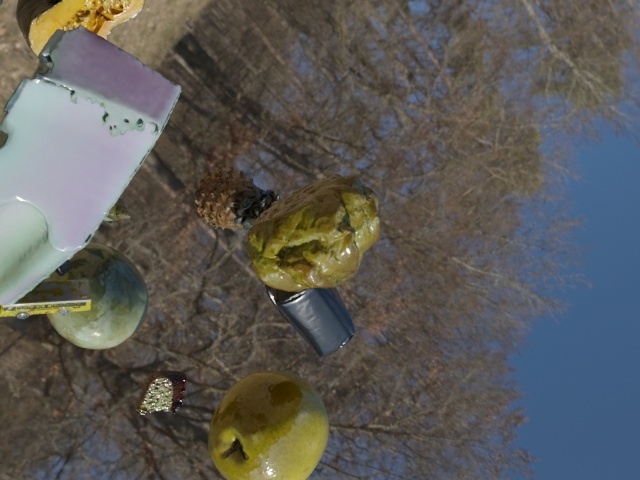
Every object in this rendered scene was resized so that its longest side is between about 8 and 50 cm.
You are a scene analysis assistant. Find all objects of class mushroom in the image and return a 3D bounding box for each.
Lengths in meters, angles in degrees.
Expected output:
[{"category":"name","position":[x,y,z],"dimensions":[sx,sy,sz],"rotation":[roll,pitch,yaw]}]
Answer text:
[{"category":"mushroom","position":[-0.714,0.178,2.001],"dimensions":[0.260,0.352,0.352],"rotation":[-33,-147,32]}]

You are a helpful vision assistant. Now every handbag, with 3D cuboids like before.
[{"category":"handbag","position":[-0.052,0.164,1.868],"dimensions":[0.177,0.302,0.275],"rotation":[-32,-140,4]}]

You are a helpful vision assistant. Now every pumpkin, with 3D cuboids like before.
[{"category":"pumpkin","position":[-0.560,-0.551,1.426],"dimensions":[0.317,0.221,0.139],"rotation":[-34,-122,19]}]

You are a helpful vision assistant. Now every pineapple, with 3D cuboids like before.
[{"category":"pineapple","position":[-0.141,-0.060,1.455],"dimensions":[0.364,0.165,0.166],"rotation":[25,-108,36]}]

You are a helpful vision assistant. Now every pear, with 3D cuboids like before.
[{"category":"pear","position":[-0.147,0.567,1.873],"dimensions":[0.362,0.418,0.363],"rotation":[-2,-96,22]}]

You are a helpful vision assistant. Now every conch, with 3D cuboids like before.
[{"category":"conch","position":[-0.700,-0.134,1.999],"dimensions":[0.137,0.234,0.114],"rotation":[-49,176,13]}]

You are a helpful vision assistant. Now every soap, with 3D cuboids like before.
[{"category":"soap","position":[-0.365,-0.089,0.826],"dimensions":[0.446,0.156,0.262],"rotation":[-25,-140,48]}]

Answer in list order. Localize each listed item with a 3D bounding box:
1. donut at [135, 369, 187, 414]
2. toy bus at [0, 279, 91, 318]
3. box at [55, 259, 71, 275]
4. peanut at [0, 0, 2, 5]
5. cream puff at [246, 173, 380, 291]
[{"category":"donut","position":[-0.509,0.476,1.993],"dimensions":[0.144,0.186,0.126],"rotation":[22,-90,47]},{"category":"toy bus","position":[-0.729,0.156,1.666],"dimensions":[0.074,0.226,0.081],"rotation":[-55,-136,47]},{"category":"box","position":[-0.781,-0.058,1.646],"dimensions":[0.073,0.289,0.290],"rotation":[-39,-140,-27]},{"category":"peanut","position":[-0.671,-0.543,1.198],"dimensions":[0.098,0.103,0.230],"rotation":[-26,-108,60]},{"category":"cream puff","position":[-0.009,-0.012,1.093],"dimensions":[0.244,0.244,0.196],"rotation":[-13,-96,41]}]
